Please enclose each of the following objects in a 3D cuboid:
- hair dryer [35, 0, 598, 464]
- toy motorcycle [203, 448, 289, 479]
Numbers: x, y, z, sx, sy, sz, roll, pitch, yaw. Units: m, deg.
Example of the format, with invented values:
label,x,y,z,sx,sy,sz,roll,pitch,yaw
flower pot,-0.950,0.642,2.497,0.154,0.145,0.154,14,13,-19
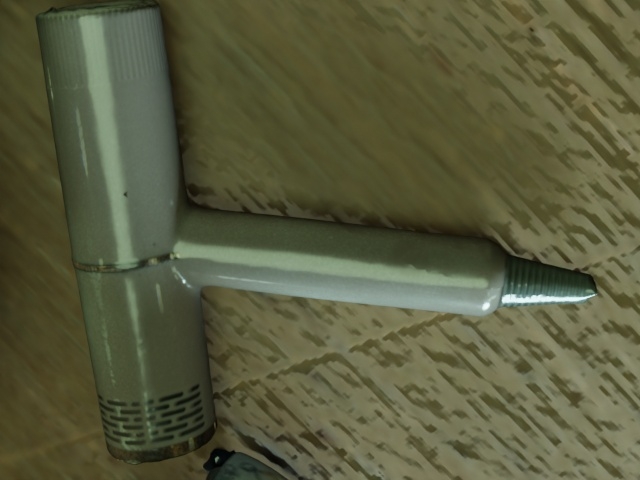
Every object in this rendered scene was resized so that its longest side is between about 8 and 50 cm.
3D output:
label,x,y,z,sx,sy,sz,roll,pitch,yaw
hair dryer,0.002,-0.012,0.522,0.220,0.053,0.195,-6,105,8
toy motorcycle,-0.083,0.177,0.563,0.270,0.106,0.159,-8,101,21
